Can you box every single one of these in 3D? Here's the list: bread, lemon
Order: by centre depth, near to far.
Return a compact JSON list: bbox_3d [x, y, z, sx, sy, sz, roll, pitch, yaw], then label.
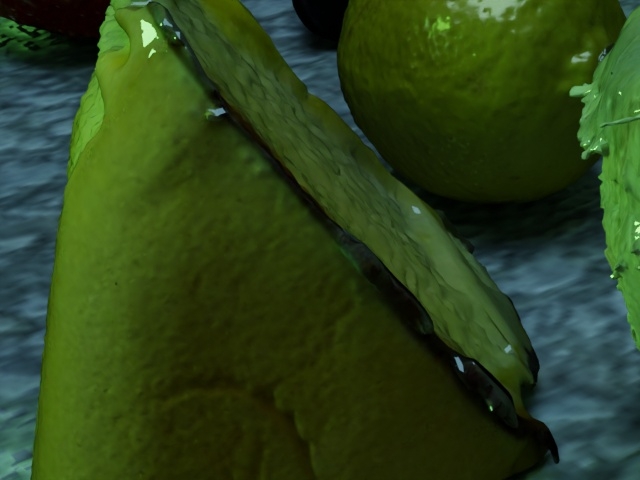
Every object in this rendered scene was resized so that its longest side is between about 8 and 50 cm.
[{"bbox_3d":[0.000,0.000,0.598,0.160,0.169,0.140,8,24,-8],"label":"bread"},{"bbox_3d":[0.064,-0.067,0.737,0.109,0.109,0.133,-28,28,-38],"label":"lemon"}]

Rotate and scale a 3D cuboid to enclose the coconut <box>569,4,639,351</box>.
[{"bbox_3d":[0.176,-0.004,0.532,0.194,0.194,0.194,-4,27,2],"label":"coconut"}]

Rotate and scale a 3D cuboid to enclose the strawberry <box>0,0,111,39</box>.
[{"bbox_3d":[-0.110,-0.148,0.941,0.131,0.148,0.131,7,59,-11],"label":"strawberry"}]

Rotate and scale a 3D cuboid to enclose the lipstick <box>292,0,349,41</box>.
[{"bbox_3d":[0.016,-0.194,1.054,0.057,0.057,0.357,-3,28,3],"label":"lipstick"}]
